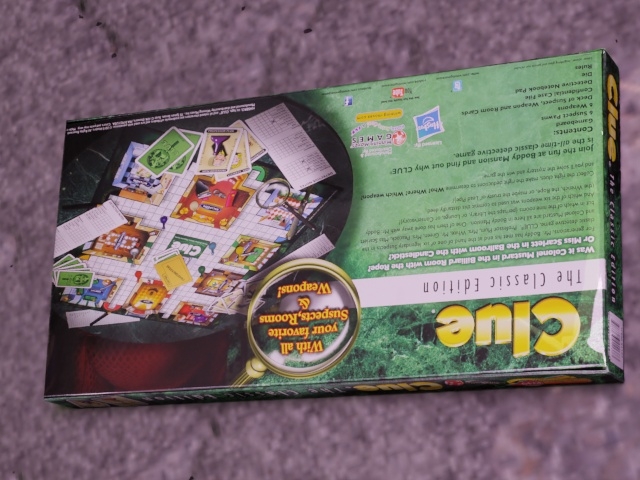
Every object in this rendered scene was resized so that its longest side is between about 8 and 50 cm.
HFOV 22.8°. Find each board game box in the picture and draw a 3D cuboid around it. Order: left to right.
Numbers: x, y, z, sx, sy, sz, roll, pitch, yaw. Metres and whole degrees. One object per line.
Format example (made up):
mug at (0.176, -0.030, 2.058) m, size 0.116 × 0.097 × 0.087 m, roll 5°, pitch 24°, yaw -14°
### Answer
board game box at (0.000, 0.000, 0.685) m, size 0.259 × 0.030 × 0.136 m, roll -5°, pitch 71°, yaw 25°
